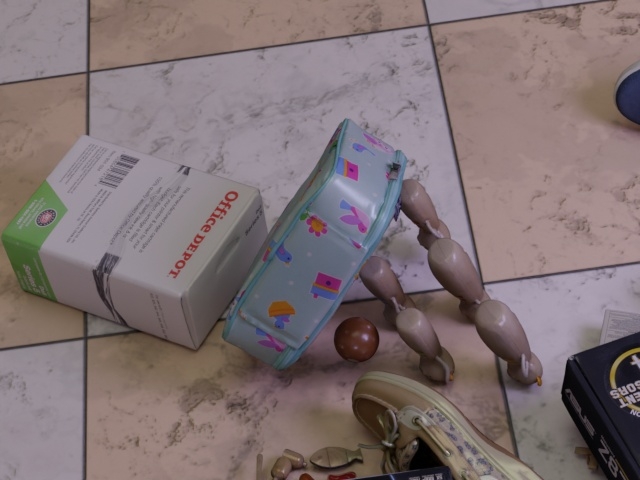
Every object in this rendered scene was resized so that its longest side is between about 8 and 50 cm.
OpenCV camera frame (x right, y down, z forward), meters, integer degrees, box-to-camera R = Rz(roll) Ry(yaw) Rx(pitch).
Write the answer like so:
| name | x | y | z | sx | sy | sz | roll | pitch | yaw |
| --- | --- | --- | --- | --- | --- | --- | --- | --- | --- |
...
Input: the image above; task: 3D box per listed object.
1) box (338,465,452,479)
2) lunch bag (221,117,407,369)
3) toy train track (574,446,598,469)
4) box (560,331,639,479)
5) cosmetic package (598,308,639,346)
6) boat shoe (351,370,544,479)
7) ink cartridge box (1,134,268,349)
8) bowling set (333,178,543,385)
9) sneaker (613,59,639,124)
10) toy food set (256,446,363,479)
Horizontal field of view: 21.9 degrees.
| name | x | y | z | sx | sy | sz | roll | pitch | yaw |
| --- | --- | --- | --- | --- | --- | --- | --- | --- | --- |
| box | 0.073 | 0.323 | 1.714 | 0.147 | 0.180 | 0.078 | -7 | 48 | 1 |
| lunch bag | 0.000 | 0.000 | 1.938 | 0.108 | 0.279 | 0.224 | 32 | 24 | -4 |
| toy train track | 0.316 | 0.230 | 1.877 | 0.048 | 0.014 | 0.083 | 3 | 43 | 20 |
| box | 0.505 | 0.207 | 1.790 | 0.394 | 0.097 | 0.318 | -17 | 55 | -12 |
| cosmetic package | 0.352 | 0.139 | 1.934 | 0.060 | 0.041 | 0.115 | 9 | 50 | 14 |
| boat shoe | 0.132 | 0.245 | 1.828 | 0.285 | 0.105 | 0.089 | 33 | 57 | 30 |
| ink cartridge box | -0.230 | -0.001 | 2.093 | 0.272 | 0.115 | 0.198 | 18 | 54 | 23 |
| bowling set | 0.115 | 0.087 | 1.973 | 0.199 | 0.154 | 0.287 | -31 | 50 | 5 |
| sneaker | 0.540 | -0.144 | 2.102 | 0.350 | 0.131 | 0.148 | 9 | 46 | 16 |
| toy food set | -0.012 | 0.272 | 1.883 | 0.122 | 0.019 | 0.078 | 1 | 48 | -2 |
